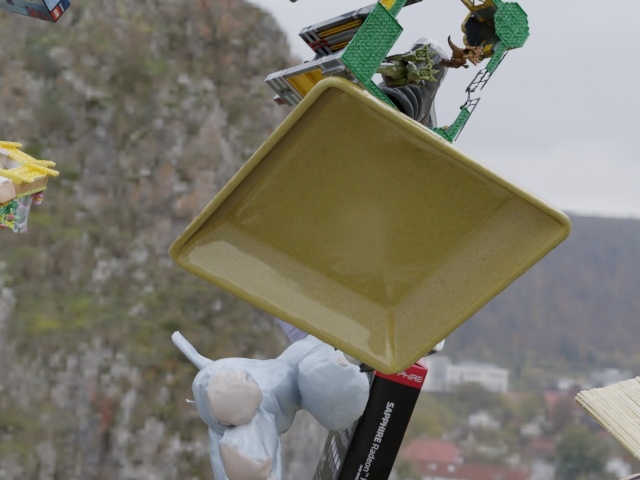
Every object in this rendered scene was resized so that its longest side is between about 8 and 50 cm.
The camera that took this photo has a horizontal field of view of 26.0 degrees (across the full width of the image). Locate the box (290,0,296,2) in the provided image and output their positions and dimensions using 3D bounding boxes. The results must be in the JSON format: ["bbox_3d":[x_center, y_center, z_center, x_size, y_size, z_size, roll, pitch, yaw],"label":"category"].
[{"bbox_3d":[-0.069,-0.641,2.332,0.395,0.212,0.293,49,-13,-7],"label":"box"}]

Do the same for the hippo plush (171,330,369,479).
[{"bbox_3d":[-0.048,0.242,1.965,0.236,0.234,0.294,-15,14,-14],"label":"hippo plush"}]

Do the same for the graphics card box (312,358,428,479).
[{"bbox_3d":[0.076,0.341,2.420,0.094,0.371,0.233,19,10,-8],"label":"graphics card box"}]

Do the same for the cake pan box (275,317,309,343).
[{"bbox_3d":[0.000,0.000,2.153,0.267,0.246,0.070,-43,-15,24],"label":"cake pan box"}]

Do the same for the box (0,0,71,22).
[{"bbox_3d":[-0.477,-0.396,1.946,0.233,0.044,0.159,17,-29,29],"label":"box"}]

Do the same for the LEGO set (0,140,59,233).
[{"bbox_3d":[-0.419,-0.057,1.821,0.132,0.107,0.287,10,14,-26],"label":"LEGO set"}]

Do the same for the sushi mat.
[{"bbox_3d":[0.537,0.306,2.098,0.151,0.019,0.316,-12,33,-25],"label":"sushi mat"}]

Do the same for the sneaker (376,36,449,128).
[{"bbox_3d":[0.126,-0.202,2.336,0.104,0.147,0.296,36,-30,16],"label":"sneaker"}]

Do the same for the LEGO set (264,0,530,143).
[{"bbox_3d":[0.089,-0.229,1.751,0.255,0.331,0.192,36,-24,-27],"label":"LEGO set"}]

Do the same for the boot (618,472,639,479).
[{"bbox_3d":[0.420,0.311,1.507,0.248,0.090,0.207,-18,12,-17],"label":"boot"}]

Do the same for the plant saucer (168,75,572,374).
[{"bbox_3d":[0.051,-0.024,1.550,0.332,0.081,0.333,29,-49,-21],"label":"plant saucer"}]

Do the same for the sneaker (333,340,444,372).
[{"bbox_3d":[0.093,0.106,1.840,0.153,0.094,0.235,-17,18,17],"label":"sneaker"}]
